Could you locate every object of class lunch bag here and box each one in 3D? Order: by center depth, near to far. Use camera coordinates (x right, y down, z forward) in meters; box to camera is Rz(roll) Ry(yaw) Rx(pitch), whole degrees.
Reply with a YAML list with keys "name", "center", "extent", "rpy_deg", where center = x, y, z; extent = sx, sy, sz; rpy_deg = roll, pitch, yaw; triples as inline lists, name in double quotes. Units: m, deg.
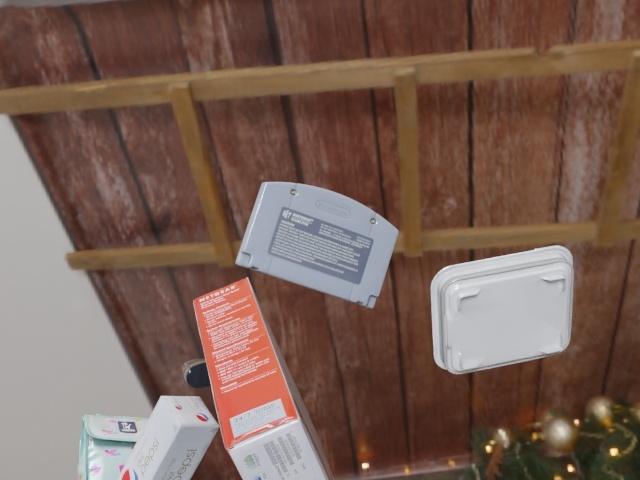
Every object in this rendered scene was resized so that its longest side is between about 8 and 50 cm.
- name: "lunch bag"
  center: [-0.498, 0.560, 1.916]
  extent: [0.160, 0.223, 0.262]
  rpy_deg: [119, 151, -43]

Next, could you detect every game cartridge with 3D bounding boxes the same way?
- name: "game cartridge"
  center: [0.000, 0.000, 1.503]
  extent: [0.062, 0.297, 0.198]
  rpy_deg: [168, 120, -72]

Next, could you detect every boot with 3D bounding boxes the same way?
- name: "boot"
  center: [-0.225, 0.300, 1.809]
  extent: [0.106, 0.219, 0.082]
  rpy_deg: [-170, 80, -66]

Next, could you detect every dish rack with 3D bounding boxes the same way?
- name: "dish rack"
  center: [0.419, 0.171, 1.696]
  extent: [0.072, 0.333, 0.285]
  rpy_deg: [-110, 12, -62]

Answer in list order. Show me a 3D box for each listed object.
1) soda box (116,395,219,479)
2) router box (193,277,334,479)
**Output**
- name: "soda box"
  center: [-0.236, 0.333, 1.112]
  extent: [0.069, 0.074, 0.216]
  rpy_deg: [42, 110, 41]
- name: "router box"
  center: [-0.046, 0.262, 0.958]
  extent: [0.301, 0.082, 0.335]
  rpy_deg: [-121, 9, -60]
